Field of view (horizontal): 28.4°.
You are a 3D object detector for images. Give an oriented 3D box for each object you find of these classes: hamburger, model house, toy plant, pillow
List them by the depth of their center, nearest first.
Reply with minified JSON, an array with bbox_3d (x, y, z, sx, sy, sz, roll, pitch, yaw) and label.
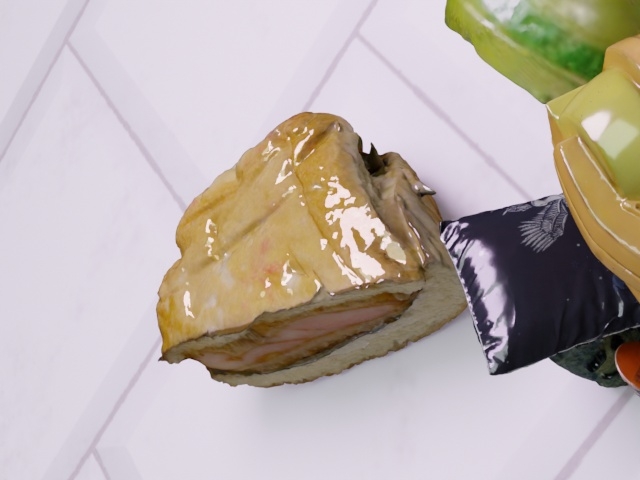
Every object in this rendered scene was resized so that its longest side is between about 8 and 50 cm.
[{"bbox_3d":[0.201,0.015,0.921,0.208,0.055,0.141,-13,54,-5],"label":"pillow"},{"bbox_3d":[0.242,-0.255,0.945,0.184,0.224,0.316,37,111,11],"label":"toy plant"},{"bbox_3d":[0.205,0.069,0.957,0.066,0.083,0.079,-46,48,25],"label":"model house"},{"bbox_3d":[-0.002,-0.003,1.144,0.330,0.162,0.209,-24,59,43],"label":"hamburger"}]

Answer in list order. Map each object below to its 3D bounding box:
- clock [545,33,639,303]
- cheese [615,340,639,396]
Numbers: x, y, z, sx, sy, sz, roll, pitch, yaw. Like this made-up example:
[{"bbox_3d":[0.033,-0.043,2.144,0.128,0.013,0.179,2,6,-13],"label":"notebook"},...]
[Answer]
[{"bbox_3d":[0.306,0.003,0.768,0.244,0.200,0.317,-28,62,2],"label":"clock"},{"bbox_3d":[0.273,0.166,0.844,0.037,0.106,0.256,-60,37,39],"label":"cheese"}]
